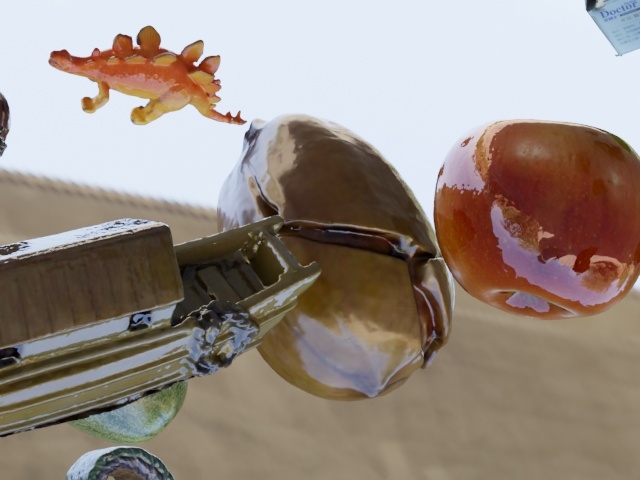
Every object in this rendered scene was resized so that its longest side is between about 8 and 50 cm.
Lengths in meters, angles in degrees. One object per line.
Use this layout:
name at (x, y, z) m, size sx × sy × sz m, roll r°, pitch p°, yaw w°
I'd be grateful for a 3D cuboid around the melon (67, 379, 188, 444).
melon at (-0.198, 0.092, 1.509) m, size 0.192 × 0.139 × 0.139 m, roll 50°, pitch -152°, yaw 4°

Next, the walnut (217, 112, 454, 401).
walnut at (0.000, 0.000, 1.619) m, size 0.209 × 0.209 × 0.336 m, roll 8°, pitch -139°, yaw -44°

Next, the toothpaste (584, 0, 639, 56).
toothpaste at (0.410, -0.269, 1.643) m, size 0.089 × 0.313 × 0.071 m, roll 42°, pitch -140°, yaw -41°

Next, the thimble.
thimble at (-0.246, 0.318, 2.098) m, size 0.135 × 0.090 × 0.118 m, roll 39°, pitch -117°, yaw -18°

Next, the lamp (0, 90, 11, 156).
lamp at (-0.348, -0.111, 1.667) m, size 0.090 × 0.101 × 0.101 m, roll 38°, pitch -153°, yaw 11°

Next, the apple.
apple at (0.161, -0.014, 1.237) m, size 0.163 × 0.163 × 0.139 m, roll 11°, pitch -98°, yaw -41°

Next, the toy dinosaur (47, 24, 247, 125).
toy dinosaur at (-0.171, -0.181, 1.898) m, size 0.288 × 0.117 × 0.070 m, roll 13°, pitch -132°, yaw -37°

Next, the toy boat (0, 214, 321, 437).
toy boat at (-0.197, 0.054, 1.312) m, size 0.445 × 0.162 × 0.136 m, roll -12°, pitch -133°, yaw -38°
